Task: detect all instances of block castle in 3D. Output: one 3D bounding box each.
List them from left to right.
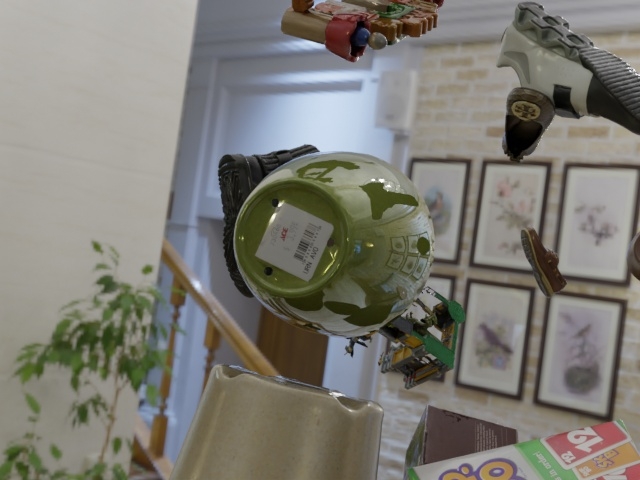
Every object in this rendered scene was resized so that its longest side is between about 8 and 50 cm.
[{"bbox_3d":[0.126,-0.533,1.576,0.212,0.303,0.453,21,35,22],"label":"block castle"}]

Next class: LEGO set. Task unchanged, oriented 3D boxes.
[{"bbox_3d":[0.189,0.215,2.089,0.331,0.255,0.192,29,-43,-27],"label":"LEGO set"}]

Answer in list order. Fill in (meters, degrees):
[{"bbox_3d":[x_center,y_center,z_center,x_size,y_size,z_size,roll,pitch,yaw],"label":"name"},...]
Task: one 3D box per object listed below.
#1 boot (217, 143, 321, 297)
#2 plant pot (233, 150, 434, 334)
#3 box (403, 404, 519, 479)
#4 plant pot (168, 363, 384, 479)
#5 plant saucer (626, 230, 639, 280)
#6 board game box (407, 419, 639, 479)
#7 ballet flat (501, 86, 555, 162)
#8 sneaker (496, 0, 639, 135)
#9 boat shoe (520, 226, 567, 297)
[{"bbox_3d":[-0.090,-0.052,1.967,0.260,0.348,0.131,-7,3,-36],"label":"boot"},{"bbox_3d":[0.000,0.000,1.090,0.274,0.275,0.293,8,0,12],"label":"plant pot"},{"bbox_3d":[0.289,0.476,1.736,0.203,0.168,0.167,16,38,0],"label":"box"},{"bbox_3d":[-0.060,0.323,1.021,0.333,0.306,0.334,14,-8,2],"label":"plant pot"},{"bbox_3d":[0.856,0.021,2.082,0.198,0.199,0.036,7,-27,42],"label":"plant saucer"},{"bbox_3d":[0.203,0.265,0.858,0.259,0.039,0.124,-17,32,6],"label":"board game box"},{"bbox_3d":[0.349,-0.193,1.448,0.084,0.058,0.250,25,-10,11],"label":"ballet flat"},{"bbox_3d":[0.434,-0.260,1.433,0.122,0.146,0.330,-12,50,-38],"label":"sneaker"},{"bbox_3d":[0.497,0.041,1.867,0.060,0.178,0.064,-27,20,1],"label":"boat shoe"}]
